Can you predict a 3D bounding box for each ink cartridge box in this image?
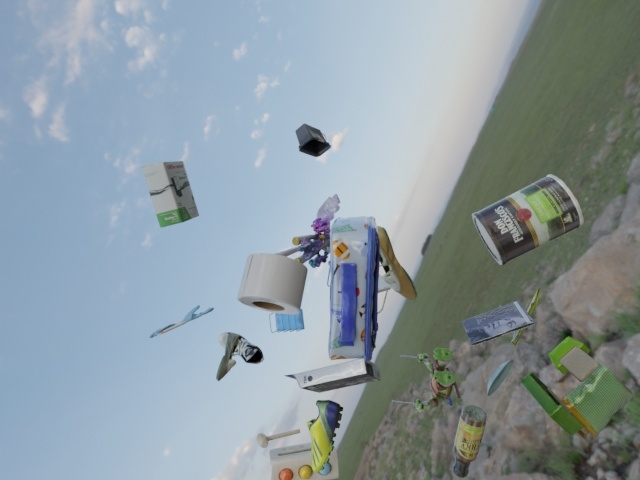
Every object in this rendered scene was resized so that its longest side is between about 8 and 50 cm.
[{"bbox_3d":[-0.510,-0.164,1.443,0.153,0.087,0.208,-62,-41,-75],"label":"ink cartridge box"},{"bbox_3d":[0.044,0.518,1.587,0.165,0.333,0.065,42,-144,-54],"label":"ink cartridge box"}]

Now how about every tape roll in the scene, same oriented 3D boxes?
[{"bbox_3d":[-0.181,0.170,1.608,0.246,0.246,0.169,80,-161,-67],"label":"tape roll"}]

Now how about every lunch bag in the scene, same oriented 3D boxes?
[{"bbox_3d":[0.072,0.103,0.908,0.243,0.115,0.303,-68,-22,-78],"label":"lunch bag"}]

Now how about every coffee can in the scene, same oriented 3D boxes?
[{"bbox_3d":[0.684,-0.067,1.409,0.275,0.201,0.201,-29,-9,10],"label":"coffee can"}]

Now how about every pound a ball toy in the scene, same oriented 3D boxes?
[{"bbox_3d":[-0.094,0.889,1.724,0.136,0.319,0.208,-173,80,-78],"label":"pound a ball toy"}]

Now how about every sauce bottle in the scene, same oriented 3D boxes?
[{"bbox_3d":[0.667,0.917,1.908,0.111,0.111,0.344,-38,-45,-63],"label":"sauce bottle"}]

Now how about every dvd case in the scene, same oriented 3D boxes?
[{"bbox_3d":[0.631,0.295,1.514,0.018,0.221,0.164,63,-165,-12],"label":"dvd case"}]

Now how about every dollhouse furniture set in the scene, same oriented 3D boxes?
[{"bbox_3d":[0.731,0.436,1.125,0.197,0.301,0.151,-47,15,9],"label":"dollhouse furniture set"}]

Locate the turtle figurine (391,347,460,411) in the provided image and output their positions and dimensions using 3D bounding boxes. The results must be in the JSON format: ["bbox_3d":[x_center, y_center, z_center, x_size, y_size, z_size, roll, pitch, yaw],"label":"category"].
[{"bbox_3d":[0.386,0.515,1.561,0.198,0.275,0.266,-40,-29,-33],"label":"turtle figurine"}]

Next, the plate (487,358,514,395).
[{"bbox_3d":[0.748,0.571,1.768,0.188,0.024,0.188,-27,-47,-32],"label":"plate"}]

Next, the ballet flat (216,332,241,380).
[{"bbox_3d":[-0.382,0.492,1.785,0.072,0.068,0.213,95,-176,-53],"label":"ballet flat"}]

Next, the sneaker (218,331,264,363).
[{"bbox_3d":[-0.355,0.499,1.947,0.094,0.235,0.153,-53,12,-23],"label":"sneaker"}]

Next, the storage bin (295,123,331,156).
[{"bbox_3d":[-0.031,-0.401,1.653,0.098,0.091,0.135,-33,-21,31],"label":"storage bin"}]

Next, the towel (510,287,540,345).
[{"bbox_3d":[0.776,0.291,1.597,0.102,0.021,0.237,-47,-30,-44],"label":"towel"}]

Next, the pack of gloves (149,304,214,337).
[{"bbox_3d":[-0.539,0.303,1.620,0.232,0.046,0.195,-22,-2,-45],"label":"pack of gloves"}]

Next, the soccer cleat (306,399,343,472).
[{"bbox_3d":[-0.001,0.720,1.565,0.093,0.121,0.289,-48,-28,-77],"label":"soccer cleat"}]

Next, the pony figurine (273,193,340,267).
[{"bbox_3d":[0.000,0.000,1.947,0.363,0.302,0.351,-24,-10,-44],"label":"pony figurine"}]

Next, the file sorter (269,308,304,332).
[{"bbox_3d":[-0.194,0.461,2.400,0.104,0.170,0.118,-1,-97,-68],"label":"file sorter"}]

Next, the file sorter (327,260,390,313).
[{"bbox_3d":[0.175,0.228,2.081,0.193,0.277,0.173,-10,-52,-27],"label":"file sorter"}]

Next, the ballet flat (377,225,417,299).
[{"bbox_3d":[0.186,0.074,1.173,0.073,0.232,0.080,-27,-1,-19],"label":"ballet flat"}]
